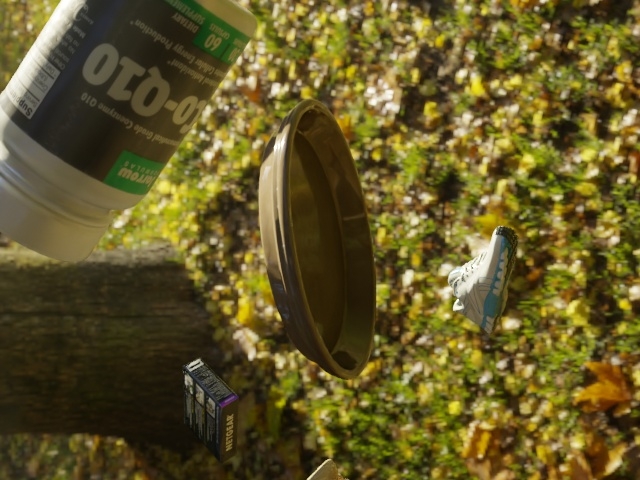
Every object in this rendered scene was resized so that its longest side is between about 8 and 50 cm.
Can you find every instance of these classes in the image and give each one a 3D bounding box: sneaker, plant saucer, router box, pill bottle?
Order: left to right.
[{"bbox_3d":[-0.253,-0.167,1.122,0.361,0.204,0.204,-55,46,10],"label":"pill bottle"},{"bbox_3d":[-0.221,0.342,1.904,0.133,0.046,0.178,40,141,34],"label":"router box"},{"bbox_3d":[0.000,0.000,0.939,0.041,0.278,0.277,-8,80,16],"label":"plant saucer"},{"bbox_3d":[0.217,0.050,1.301,0.083,0.071,0.190,22,137,18],"label":"sneaker"}]

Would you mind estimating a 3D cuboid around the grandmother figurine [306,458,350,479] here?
[{"bbox_3d":[0.132,0.378,1.049,0.342,0.208,0.104,29,79,25],"label":"grandmother figurine"}]
